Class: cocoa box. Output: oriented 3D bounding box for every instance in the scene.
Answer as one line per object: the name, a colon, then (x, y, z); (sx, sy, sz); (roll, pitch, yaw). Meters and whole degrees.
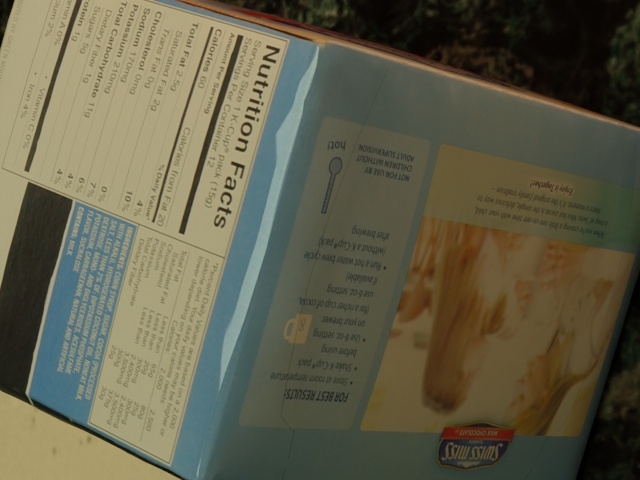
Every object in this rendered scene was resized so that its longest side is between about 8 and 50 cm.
cocoa box: (0.000, 0.000, 1.048); (0.228, 0.347, 0.231); (20, 97, 39)
